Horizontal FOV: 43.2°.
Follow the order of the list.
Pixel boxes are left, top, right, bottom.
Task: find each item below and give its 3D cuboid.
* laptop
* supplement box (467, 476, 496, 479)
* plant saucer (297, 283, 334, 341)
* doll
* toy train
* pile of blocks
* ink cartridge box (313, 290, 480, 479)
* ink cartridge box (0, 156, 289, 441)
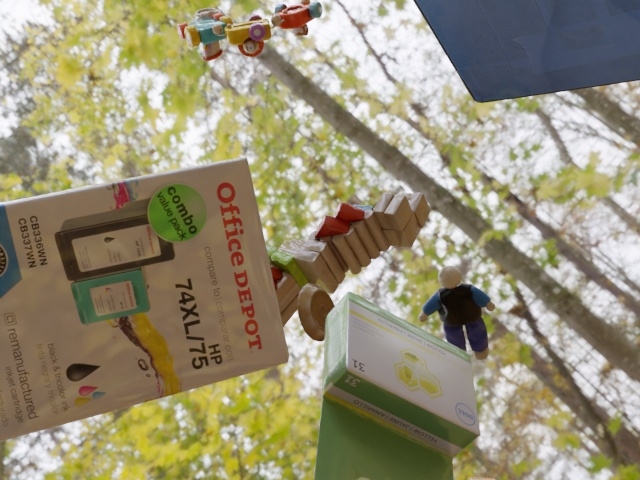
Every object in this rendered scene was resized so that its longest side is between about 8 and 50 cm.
[{"bbox_3d":[0.251,-0.179,0.706,0.236,0.408,0.382,-34,-42,13],"label":"laptop"},{"bbox_3d":[0.300,0.449,1.387,0.062,0.098,0.036,12,-78,-30],"label":"supplement box"},{"bbox_3d":[-0.001,0.100,1.136,0.015,0.084,0.083,-15,-10,34],"label":"plant saucer"},{"bbox_3d":[0.225,0.121,1.332,0.129,0.046,0.189,-7,-54,16],"label":"doll"},{"bbox_3d":[-0.085,-0.251,0.969,0.125,0.166,0.046,-55,-39,-53],"label":"toy train"},{"bbox_3d":[0.000,0.000,1.305,0.362,0.149,0.113,-32,-49,-2],"label":"pile of blocks"},{"bbox_3d":[0.081,0.177,0.814,0.171,0.235,0.056,29,-58,-16],"label":"ink cartridge box"},{"bbox_3d":[-0.196,0.042,0.777,0.270,0.198,0.197,-14,6,-16],"label":"ink cartridge box"}]
